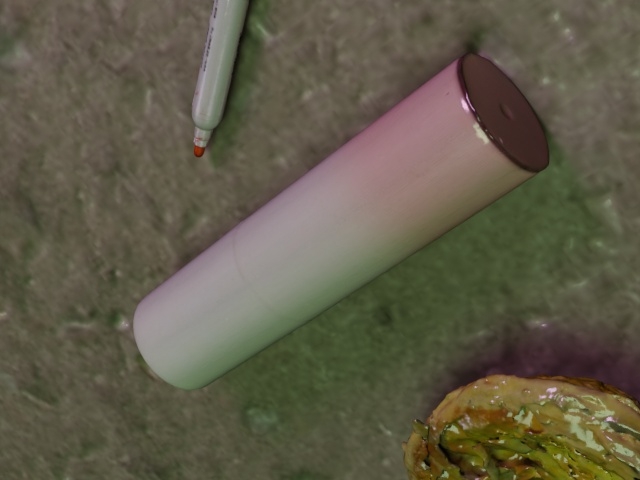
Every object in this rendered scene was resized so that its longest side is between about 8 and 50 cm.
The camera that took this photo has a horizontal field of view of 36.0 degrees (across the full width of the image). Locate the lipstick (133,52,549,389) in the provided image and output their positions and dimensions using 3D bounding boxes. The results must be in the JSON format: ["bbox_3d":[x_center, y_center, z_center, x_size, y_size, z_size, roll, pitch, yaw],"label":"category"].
[{"bbox_3d":[0.000,0.000,0.680,0.326,0.087,0.087,-35,98,33],"label":"lipstick"}]

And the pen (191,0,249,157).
[{"bbox_3d":[-0.063,-0.150,0.669,0.026,0.026,0.218,24,123,11],"label":"pen"}]

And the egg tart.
[{"bbox_3d":[0.183,0.180,0.693,0.252,0.098,0.232,31,130,11],"label":"egg tart"}]
